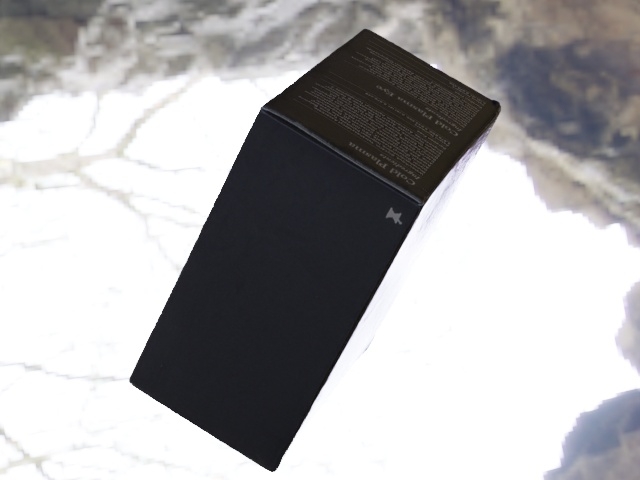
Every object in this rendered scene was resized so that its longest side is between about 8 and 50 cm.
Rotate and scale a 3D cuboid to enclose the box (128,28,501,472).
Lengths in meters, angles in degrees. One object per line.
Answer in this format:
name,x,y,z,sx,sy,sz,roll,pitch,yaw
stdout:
box,0.000,0.000,1.620,0.179,0.312,0.343,31,-63,6
